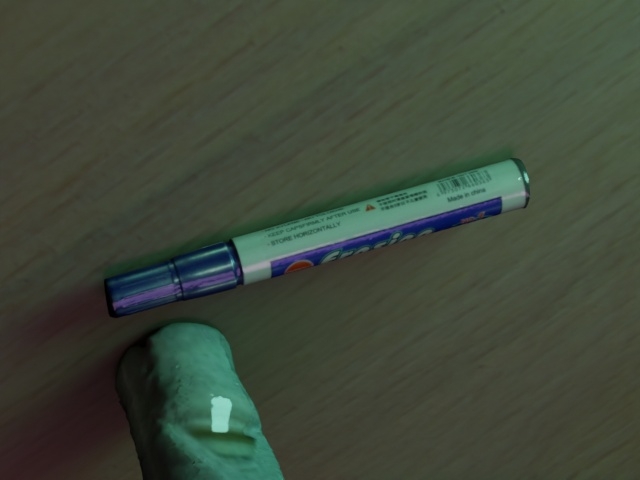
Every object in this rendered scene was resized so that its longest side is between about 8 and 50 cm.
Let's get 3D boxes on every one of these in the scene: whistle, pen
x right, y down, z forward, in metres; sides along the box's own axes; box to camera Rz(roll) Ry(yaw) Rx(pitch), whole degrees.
[{"bbox_3d":[-0.019,0.181,0.737,0.142,0.346,0.133,-11,138,-17],"label":"whistle"},{"bbox_3d":[0.000,0.000,0.802,0.204,0.025,0.025,-16,140,-12],"label":"pen"}]
